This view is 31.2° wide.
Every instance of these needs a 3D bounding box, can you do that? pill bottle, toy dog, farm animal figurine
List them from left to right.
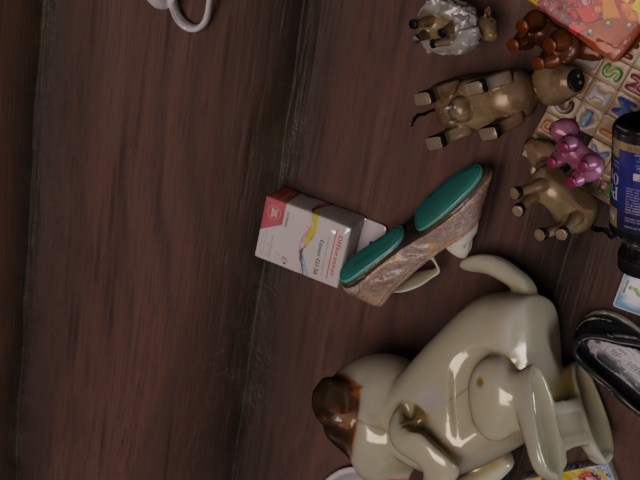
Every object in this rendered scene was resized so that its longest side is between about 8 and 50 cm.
[{"bbox_3d":[0.184,0.250,1.790,0.408,0.285,0.395,-21,85,30],"label":"toy dog"},{"bbox_3d":[0.290,-0.183,1.642,0.327,0.172,0.330,16,121,38],"label":"farm animal figurine"},{"bbox_3d":[0.464,-0.062,1.588,0.123,0.123,0.219,7,115,24],"label":"pill bottle"}]

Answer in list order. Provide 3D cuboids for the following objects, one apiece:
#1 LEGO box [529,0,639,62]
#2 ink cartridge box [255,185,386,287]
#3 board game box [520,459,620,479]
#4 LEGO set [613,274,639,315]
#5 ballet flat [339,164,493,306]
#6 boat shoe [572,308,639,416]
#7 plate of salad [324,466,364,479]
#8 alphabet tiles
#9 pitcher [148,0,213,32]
[{"bbox_3d":[0.395,-0.543,1.441,0.372,0.193,0.500,39,120,8],"label":"LEGO box"},{"bbox_3d":[0.000,0.000,1.905,0.198,0.067,0.115,20,116,18],"label":"ink cartridge box"},{"bbox_3d":[0.419,0.418,1.876,0.154,0.026,0.103,-20,99,30],"label":"board game box"},{"bbox_3d":[0.548,0.028,1.656,0.183,0.060,0.244,21,116,14],"label":"LEGO set"},{"bbox_3d":[0.171,0.000,1.809,0.316,0.107,0.106,-37,114,27],"label":"ballet flat"},{"bbox_3d":[0.516,0.225,1.687,0.340,0.113,0.127,40,115,17],"label":"boat shoe"},{"bbox_3d":[0.071,0.503,2.041,0.200,0.048,0.199,-4,83,34],"label":"plate of salad"},{"bbox_3d":[0.432,-0.175,1.665,0.198,0.009,0.237,32,119,13],"label":"alphabet tiles"},{"bbox_3d":[-0.204,-0.436,1.828,0.207,0.125,0.178,-25,117,41],"label":"pitcher"}]
